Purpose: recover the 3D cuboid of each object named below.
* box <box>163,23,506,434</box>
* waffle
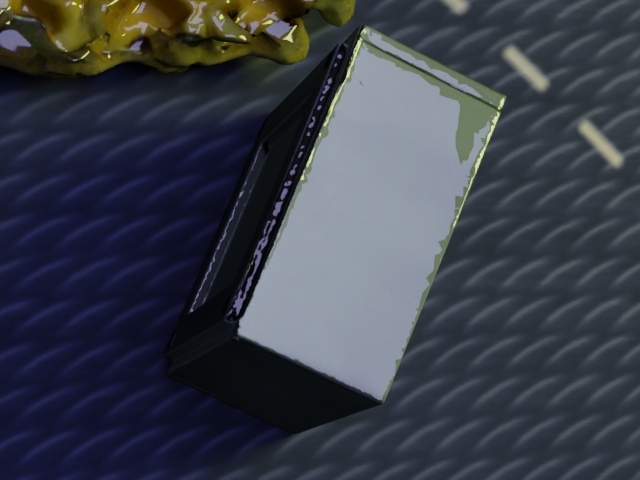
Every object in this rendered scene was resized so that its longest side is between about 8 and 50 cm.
[{"bbox_3d":[0.000,0.000,1.200,0.117,0.225,0.225,26,73,-9],"label":"box"},{"bbox_3d":[-0.150,-0.297,1.290,0.382,0.095,0.380,0,78,-13],"label":"waffle"}]
